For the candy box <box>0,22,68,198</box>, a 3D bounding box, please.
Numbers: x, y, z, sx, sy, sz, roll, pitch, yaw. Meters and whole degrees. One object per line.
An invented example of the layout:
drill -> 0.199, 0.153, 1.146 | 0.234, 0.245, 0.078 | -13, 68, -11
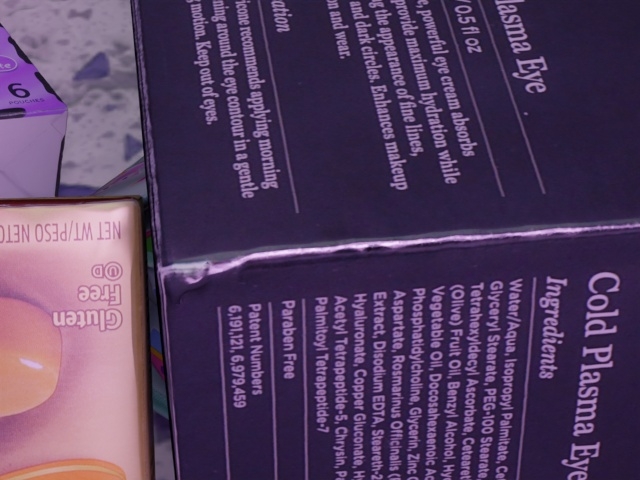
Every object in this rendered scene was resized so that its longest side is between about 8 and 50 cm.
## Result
candy box -> -0.250, -0.083, 0.985 | 0.165, 0.070, 0.196 | -9, 38, -31

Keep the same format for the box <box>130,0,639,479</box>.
box -> 0.084, -0.047, 0.741 | 0.313, 0.179, 0.343 | -5, 41, -4

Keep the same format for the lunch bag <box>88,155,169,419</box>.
lunch bag -> 0.000, 0.000, 0.944 | 0.262, 0.160, 0.223 | 25, 49, 31

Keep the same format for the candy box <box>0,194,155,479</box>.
candy box -> -0.153, 0.141, 0.714 | 0.183, 0.316, 0.087 | -2, 2, -3
